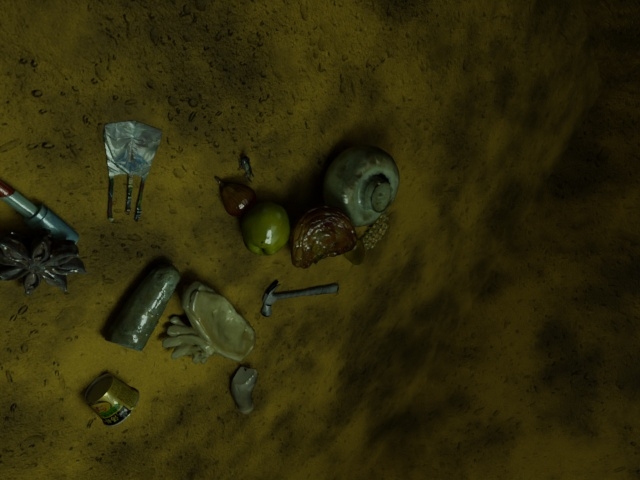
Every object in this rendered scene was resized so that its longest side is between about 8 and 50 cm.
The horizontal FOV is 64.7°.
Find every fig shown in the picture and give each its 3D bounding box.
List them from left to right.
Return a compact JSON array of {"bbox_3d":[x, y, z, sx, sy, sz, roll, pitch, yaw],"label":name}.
[{"bbox_3d":[-0.304,-0.149,1.747,0.119,0.153,0.119,-63,180,-1],"label":"fig"}]

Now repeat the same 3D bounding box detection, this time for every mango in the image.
[{"bbox_3d":[0.155,0.053,2.297,0.103,0.076,0.161,-38,138,-11],"label":"mango"}]

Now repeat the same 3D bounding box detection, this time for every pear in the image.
[{"bbox_3d":[-0.200,-0.045,1.821,0.198,0.198,0.198,-22,127,-33],"label":"pear"}]

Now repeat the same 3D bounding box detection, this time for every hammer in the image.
[{"bbox_3d":[-0.078,0.238,2.213,0.426,0.044,0.152,0,112,-45],"label":"hammer"}]

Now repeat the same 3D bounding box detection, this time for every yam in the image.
[{"bbox_3d":[-0.574,0.223,1.664,0.133,0.133,0.330,36,85,-48],"label":"yam"}]

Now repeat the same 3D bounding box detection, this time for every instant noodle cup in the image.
[{"bbox_3d":[-0.711,0.532,1.705,0.151,0.151,0.122,-45,127,-15],"label":"instant noodle cup"}]

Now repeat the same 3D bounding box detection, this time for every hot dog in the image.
[{"bbox_3d":[0.000,0.000,1.944,0.266,0.174,0.387,-20,165,-5],"label":"hot dog"}]

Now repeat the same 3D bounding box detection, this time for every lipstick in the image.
[{"bbox_3d":[-0.769,-0.074,1.350,0.068,0.061,0.274,-30,136,5],"label":"lipstick"}]

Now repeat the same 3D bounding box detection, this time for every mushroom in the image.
[{"bbox_3d":[-0.330,0.640,2.161,0.108,0.096,0.247,-19,129,-36],"label":"mushroom"},{"bbox_3d":[0.169,-0.214,2.022,0.352,0.260,0.352,-18,120,-36],"label":"mushroom"}]

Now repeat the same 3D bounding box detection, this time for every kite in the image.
[{"bbox_3d":[-0.578,-0.202,1.499,0.169,0.015,0.310,3,108,-45],"label":"kite"}]

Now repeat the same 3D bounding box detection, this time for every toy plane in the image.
[{"bbox_3d":[-0.255,-0.252,1.753,0.031,0.049,0.121,-35,150,-23],"label":"toy plane"}]

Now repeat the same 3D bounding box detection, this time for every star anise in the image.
[{"bbox_3d":[-0.767,0.043,1.367,0.223,0.109,0.236,-29,141,22],"label":"star anise"}]

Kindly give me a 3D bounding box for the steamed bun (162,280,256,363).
[{"bbox_3d":[-0.424,0.339,1.862,0.428,0.189,0.247,53,45,-47],"label":"steamed bun"}]

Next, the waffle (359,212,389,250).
[{"bbox_3d":[0.248,-0.038,2.358,0.192,0.046,0.161,-31,134,-25],"label":"waffle"}]
